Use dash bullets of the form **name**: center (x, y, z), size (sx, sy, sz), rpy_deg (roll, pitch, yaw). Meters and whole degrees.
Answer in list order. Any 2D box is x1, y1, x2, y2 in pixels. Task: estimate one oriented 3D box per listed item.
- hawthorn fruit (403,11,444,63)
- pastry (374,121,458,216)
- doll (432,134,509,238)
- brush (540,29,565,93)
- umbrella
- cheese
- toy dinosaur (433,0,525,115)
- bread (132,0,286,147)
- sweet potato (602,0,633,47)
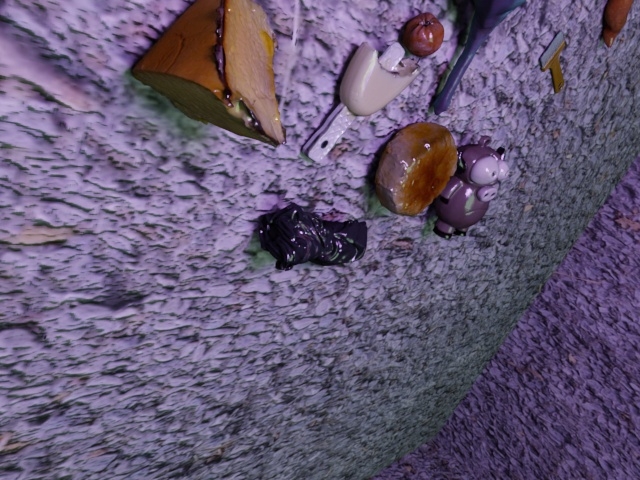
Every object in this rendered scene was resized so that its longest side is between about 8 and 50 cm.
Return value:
- **hawthorn fruit**: center (0.172, -0.326, 0.813), size (0.067, 0.067, 0.103), rpy_deg (-44, 157, -7)
- **pastry**: center (0.188, -0.145, 0.979), size (0.192, 0.093, 0.182), rpy_deg (-41, 145, -18)
- **doll**: center (0.348, -0.124, 1.160), size (0.182, 0.117, 0.257), rpy_deg (-9, 132, -37)
- **brush**: center (0.587, -0.430, 1.218), size (0.082, 0.010, 0.218), rpy_deg (-54, 147, 8)
- **umbrella**: center (-0.001, 0.001, 0.912), size (0.272, 0.110, 0.122), rpy_deg (4, 120, -55)
- **cheese**: center (0.058, -0.224, 0.795), size (0.235, 0.049, 0.127), rpy_deg (-49, 148, 14)
- **toy dinosaur**: center (0.272, -0.364, 0.766), size (0.330, 0.129, 0.383), rpy_deg (-63, 174, 13)
- **bread**: center (-0.093, -0.194, 0.555), size (0.169, 0.160, 0.140), rpy_deg (-49, 146, 2)
- **sweet potato**: center (0.735, -0.571, 1.208), size (0.202, 0.058, 0.055), rpy_deg (65, 28, -58)
